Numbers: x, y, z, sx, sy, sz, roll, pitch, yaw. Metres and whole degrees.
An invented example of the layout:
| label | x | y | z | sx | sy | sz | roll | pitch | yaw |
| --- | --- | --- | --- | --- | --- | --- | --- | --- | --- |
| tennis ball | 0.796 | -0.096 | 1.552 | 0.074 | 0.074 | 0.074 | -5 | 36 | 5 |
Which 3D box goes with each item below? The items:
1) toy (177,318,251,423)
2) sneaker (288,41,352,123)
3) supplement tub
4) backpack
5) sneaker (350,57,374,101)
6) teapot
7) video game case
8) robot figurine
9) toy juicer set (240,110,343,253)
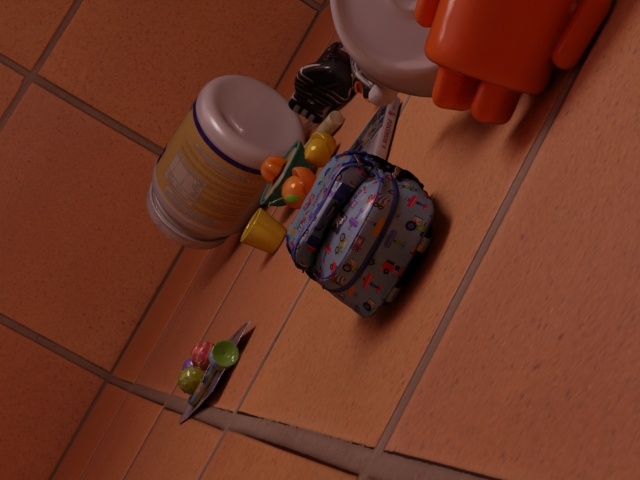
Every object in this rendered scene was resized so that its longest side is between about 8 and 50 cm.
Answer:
| label | x | y | z | sx | sy | sz | roll | pitch | yaw |
| --- | --- | --- | --- | --- | --- | --- | --- | --- | --- |
| toy | -0.189 | 0.203 | 1.965 | 0.136 | 0.056 | 0.237 | -63 | 11 | -26 |
| sneaker | 0.024 | -0.339 | 2.377 | 0.162 | 0.106 | 0.281 | -59 | 9 | -15 |
| supplement tub | -0.207 | -0.157 | 2.564 | 0.331 | 0.241 | 0.241 | -50 | 14 | 40 |
| backpack | 0.044 | -0.006 | 1.280 | 0.158 | 0.117 | 0.173 | -58 | 13 | 10 |
| sneaker | 0.080 | -0.270 | 1.969 | 0.215 | 0.084 | 0.083 | -112 | 46 | -78 |
| teapot | 0.150 | -0.272 | 1.348 | 0.187 | 0.256 | 0.252 | 4 | -86 | -58 |
| video game case | 0.047 | -0.097 | 1.791 | 0.201 | 0.023 | 0.183 | -53 | 12 | 35 |
| robot figurine | 0.178 | -0.221 | 1.159 | 0.158 | 0.128 | 0.219 | 38 | 114 | 61 |
| toy juicer set | -0.047 | -0.141 | 2.178 | 0.209 | 0.090 | 0.329 | -51 | 12 | 38 |
